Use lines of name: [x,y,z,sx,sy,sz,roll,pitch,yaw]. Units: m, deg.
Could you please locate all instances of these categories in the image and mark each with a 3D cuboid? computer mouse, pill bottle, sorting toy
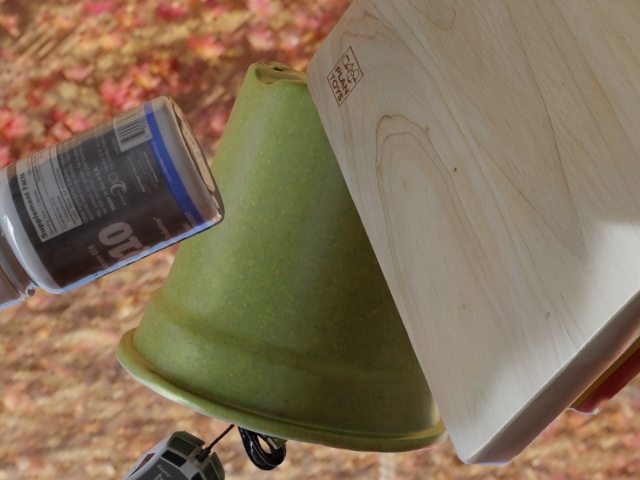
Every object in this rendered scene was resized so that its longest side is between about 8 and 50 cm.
computer mouse: [-0.123,0.200,1.438,0.106,0.193,0.042,48,-179,-4]
pill bottle: [-0.128,-0.018,0.914,0.078,0.137,0.078,-24,-90,-86]
sorting toy: [0.127,-0.070,0.774,0.089,0.255,0.257,11,-137,-35]

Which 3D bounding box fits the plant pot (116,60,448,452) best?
plant pot: [0.000,0.000,1.334,0.276,0.253,0.276,13,-170,-2]
